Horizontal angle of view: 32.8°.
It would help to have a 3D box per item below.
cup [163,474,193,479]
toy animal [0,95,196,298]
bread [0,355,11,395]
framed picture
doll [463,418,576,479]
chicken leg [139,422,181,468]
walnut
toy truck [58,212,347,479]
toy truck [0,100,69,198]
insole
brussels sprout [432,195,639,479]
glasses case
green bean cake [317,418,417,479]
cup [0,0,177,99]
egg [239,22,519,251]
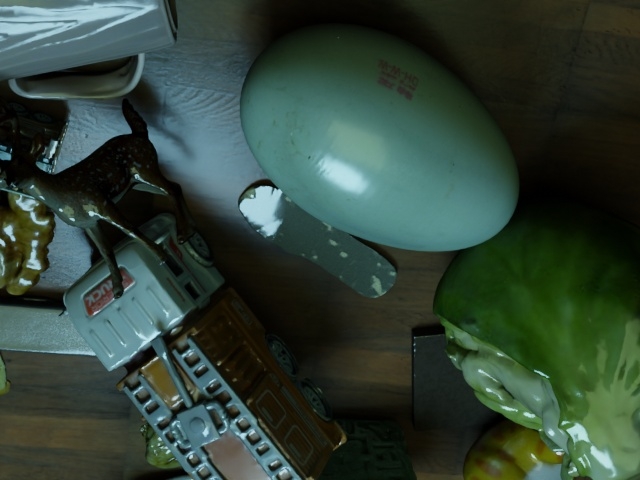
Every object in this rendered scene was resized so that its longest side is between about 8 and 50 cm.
[{"bbox_3d":[-0.156,0.496,1.623,0.301,0.227,0.257,-21,138,-28],"label":"cup"},{"bbox_3d":[-0.269,-0.066,1.220,0.087,0.243,0.260,-33,99,33],"label":"toy animal"},{"bbox_3d":[-0.492,0.179,1.490,0.109,0.080,0.084,-22,126,-36],"label":"bread"},{"bbox_3d":[0.196,0.197,1.574,0.127,0.023,0.169,-5,119,-4],"label":"framed picture"},{"bbox_3d":[0.326,0.297,1.561,0.269,0.162,0.166,-41,128,13],"label":"doll"},{"bbox_3d":[-0.149,0.235,1.521,0.227,0.103,0.088,-30,164,-10],"label":"chicken leg"},{"bbox_3d":[-0.404,-0.015,1.362,0.142,0.069,0.170,12,121,-10],"label":"walnut"},{"bbox_3d":[-0.151,0.164,1.357,0.173,0.207,0.388,-37,92,13],"label":"toy truck"},{"bbox_3d":[-0.398,-0.117,1.280,0.177,0.115,0.080,17,116,-14],"label":"toy truck"},{"bbox_3d":[0.000,0.000,1.449,0.247,0.011,0.081,34,111,-21],"label":"insole"},{"bbox_3d":[0.332,0.119,1.371,0.314,0.276,0.371,-36,74,3],"label":"brussels sprout"},{"bbox_3d":[-0.384,0.113,1.450,0.190,0.042,0.072,5,111,-9],"label":"glasses case"},{"bbox_3d":[0.032,0.356,1.526,0.222,0.227,0.125,1,121,-7],"label":"green bean cake"},{"bbox_3d":[-0.296,-0.255,1.162,0.273,0.208,0.288,-10,118,-2],"label":"cup"},{"bbox_3d":[0.077,-0.113,1.272,0.370,0.230,0.230,26,113,-25],"label":"egg"}]
